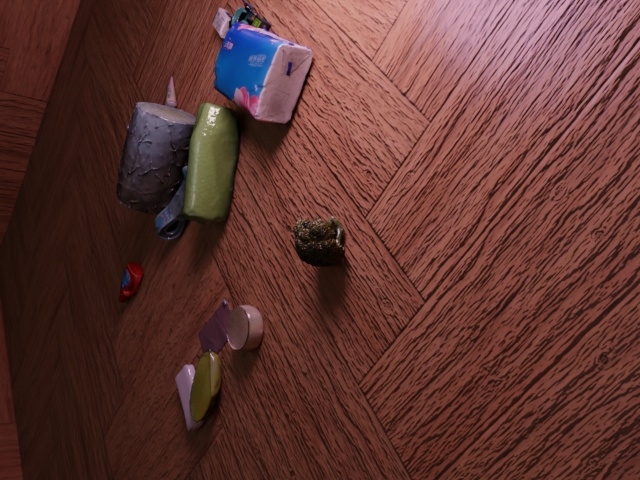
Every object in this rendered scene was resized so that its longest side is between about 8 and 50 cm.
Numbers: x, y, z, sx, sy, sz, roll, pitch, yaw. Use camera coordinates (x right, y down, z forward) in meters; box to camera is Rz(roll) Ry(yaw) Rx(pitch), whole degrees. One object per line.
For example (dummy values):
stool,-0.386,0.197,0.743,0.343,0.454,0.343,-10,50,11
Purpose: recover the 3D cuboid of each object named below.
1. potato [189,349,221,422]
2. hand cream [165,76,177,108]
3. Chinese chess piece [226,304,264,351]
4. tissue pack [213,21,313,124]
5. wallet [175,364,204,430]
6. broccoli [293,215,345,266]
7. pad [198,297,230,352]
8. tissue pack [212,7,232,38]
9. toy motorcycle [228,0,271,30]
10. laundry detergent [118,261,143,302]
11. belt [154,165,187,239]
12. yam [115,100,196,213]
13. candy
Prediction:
potato,-0.313,0.406,1.704,0.119,0.054,0.198,-12,70,50
hand cream,-0.527,-0.510,2.138,0.061,0.039,0.143,-53,38,40
Chinese chess piece,-0.197,0.229,1.593,0.122,0.051,0.122,-10,77,52
tissue pack,-0.161,-0.444,1.591,0.269,0.137,0.209,42,115,46
wallet,-0.382,0.463,1.794,0.095,0.033,0.190,-53,46,33
broccoli,0.000,0.000,1.347,0.120,0.131,0.130,-50,18,-21
pad,-0.300,0.263,1.748,0.188,0.006,0.113,-50,50,34
tissue pack,-0.294,-0.663,1.867,0.062,0.042,0.083,-55,46,27
toy motorcycle,-0.211,-0.621,1.749,0.100,0.058,0.173,-55,47,20
laundry detergent,-0.695,0.165,2.217,0.097,0.049,0.165,52,125,37
belt,-0.432,-0.119,1.907,0.302,0.087,0.072,-51,41,33
yam,-0.516,-0.272,1.942,0.241,0.241,0.348,52,125,42
candy,-0.317,-0.218,1.746,0.132,0.142,0.343,9,90,64
